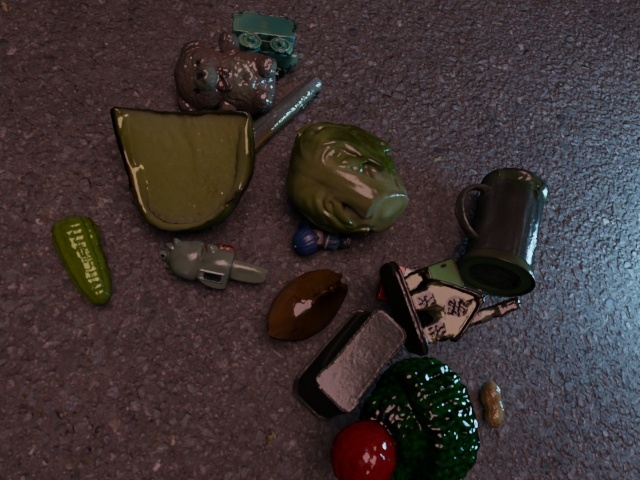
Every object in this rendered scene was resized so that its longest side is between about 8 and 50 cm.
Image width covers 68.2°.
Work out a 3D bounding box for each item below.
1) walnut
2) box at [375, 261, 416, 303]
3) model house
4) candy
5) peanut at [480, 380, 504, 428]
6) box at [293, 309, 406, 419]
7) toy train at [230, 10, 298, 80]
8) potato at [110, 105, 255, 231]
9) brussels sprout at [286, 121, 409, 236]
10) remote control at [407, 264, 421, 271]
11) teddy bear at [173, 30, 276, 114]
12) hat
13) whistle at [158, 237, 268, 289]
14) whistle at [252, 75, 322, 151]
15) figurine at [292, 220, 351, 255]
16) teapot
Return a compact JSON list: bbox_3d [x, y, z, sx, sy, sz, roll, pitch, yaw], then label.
[{"bbox_3d":[-0.029,0.148,1.110,0.245,0.137,0.137,-39,83,-25],"label":"walnut"},{"bbox_3d":[0.228,0.127,1.219,0.152,0.048,0.100,18,72,1],"label":"box"},{"bbox_3d":[0.302,0.117,1.096,0.279,0.205,0.218,-19,82,-6],"label":"model house"},{"bbox_3d":[-0.514,0.046,1.037,0.097,0.097,0.209,-23,79,-22],"label":"candy"},{"bbox_3d":[0.426,0.407,1.176,0.054,0.054,0.113,3,69,-14],"label":"peanut"},{"bbox_3d":[0.077,0.270,1.063,0.138,0.178,0.274,42,66,3],"label":"box"},{"bbox_3d":[-0.165,-0.565,1.361,0.204,0.112,0.162,3,62,-15],"label":"toy train"},{"bbox_3d":[-0.299,-0.164,1.137,0.331,0.213,0.279,2,94,8],"label":"potato"},{"bbox_3d":[0.059,-0.162,1.186,0.328,0.247,0.327,8,49,-10],"label":"brussels sprout"},{"bbox_3d":[0.255,0.112,1.261,0.039,0.014,0.096,-3,69,-5],"label":"remote control"},{"bbox_3d":[-0.250,-0.427,1.256,0.267,0.151,0.235,4,100,-19],"label":"teddy bear"},{"bbox_3d":[0.148,0.400,0.964,0.332,0.242,0.274,-10,88,-38],"label":"hat"},{"bbox_3d":[-0.248,0.055,1.099,0.253,0.101,0.105,13,64,-7],"label":"whistle"},{"bbox_3d":[-0.112,-0.353,1.315,0.057,0.068,0.326,29,61,28],"label":"whistle"},{"bbox_3d":[0.000,0.000,1.210,0.149,0.086,0.087,8,91,-24],"label":"figurine"},{"bbox_3d":[0.479,-0.051,1.284,0.271,0.200,0.336,31,62,-13],"label":"teapot"}]
